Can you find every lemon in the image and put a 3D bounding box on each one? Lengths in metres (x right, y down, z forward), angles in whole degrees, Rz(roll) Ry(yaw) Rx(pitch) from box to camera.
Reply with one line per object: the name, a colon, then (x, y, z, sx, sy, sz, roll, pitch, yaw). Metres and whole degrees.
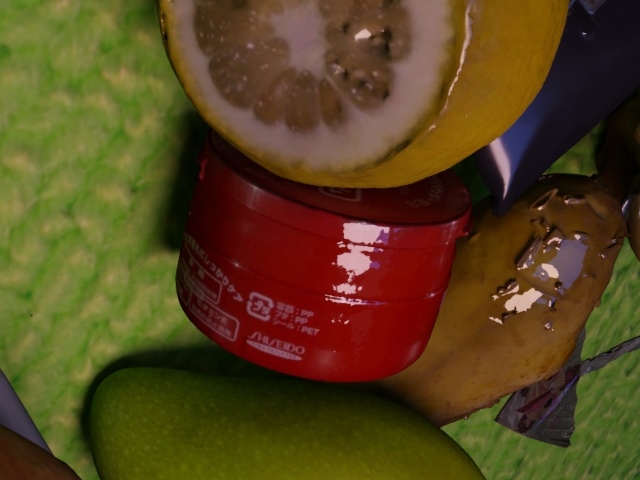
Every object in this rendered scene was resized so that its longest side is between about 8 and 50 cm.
lemon: (0.035, -0.156, 0.763, 0.219, 0.240, 0.240, -38, 144, -55)

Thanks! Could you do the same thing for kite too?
kite: (0.283, 0.143, 1.365, 0.250, 0.012, 0.229, -24, 133, -31)

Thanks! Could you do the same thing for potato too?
potato: (0.125, 0.061, 1.026, 0.300, 0.140, 0.173, -41, 142, 18)

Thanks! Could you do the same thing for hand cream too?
hand cream: (0.000, 0.000, 0.867, 0.193, 0.193, 0.125, -6, 123, -40)

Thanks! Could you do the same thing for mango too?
mango: (-0.015, 0.192, 0.941, 0.343, 0.156, 0.192, 26, 98, -8)

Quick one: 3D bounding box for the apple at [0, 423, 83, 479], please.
apple: (-0.266, 0.297, 0.699, 0.391, 0.346, 0.391, -15, 143, -12)

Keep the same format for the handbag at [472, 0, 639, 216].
handbag: (0.168, -0.176, 0.946, 0.254, 0.089, 0.211, -40, 110, -18)

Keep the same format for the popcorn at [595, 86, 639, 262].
popcorn: (0.360, -0.043, 1.076, 0.281, 0.316, 0.297, -9, 111, -27)

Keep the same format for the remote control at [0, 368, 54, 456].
remote control: (-0.229, 0.168, 0.884, 0.087, 0.047, 0.244, -33, 134, -16)

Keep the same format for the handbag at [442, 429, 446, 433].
handbag: (0.055, 0.353, 1.194, 0.237, 0.160, 0.358, -42, 138, -23)
